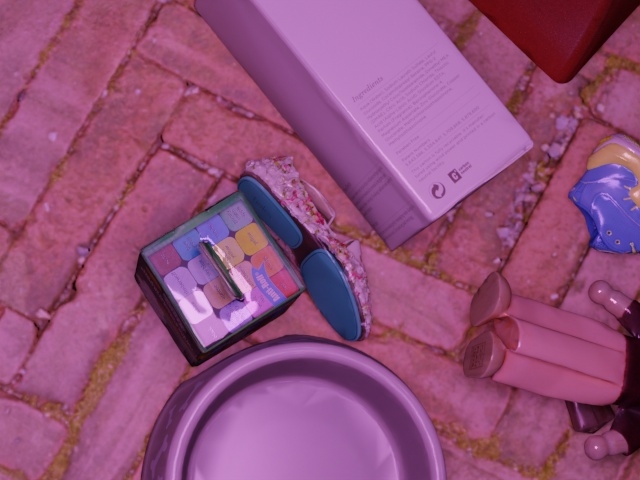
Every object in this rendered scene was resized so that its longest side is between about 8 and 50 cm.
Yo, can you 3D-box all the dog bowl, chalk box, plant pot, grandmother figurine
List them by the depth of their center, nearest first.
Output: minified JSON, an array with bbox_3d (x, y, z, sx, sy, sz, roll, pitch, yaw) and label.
[{"bbox_3d":[-0.109,0.040,1.636,0.132,0.213,0.132,-31,86,-14],"label":"chalk box"},{"bbox_3d":[-0.021,0.268,1.668,0.349,0.102,0.349,2,80,-10],"label":"dog bowl"},{"bbox_3d":[0.334,0.148,1.729,0.342,0.104,0.208,14,80,-17],"label":"grandmother figurine"},{"bbox_3d":[0.304,-0.390,1.778,0.267,0.236,0.267,43,76,1],"label":"plant pot"}]

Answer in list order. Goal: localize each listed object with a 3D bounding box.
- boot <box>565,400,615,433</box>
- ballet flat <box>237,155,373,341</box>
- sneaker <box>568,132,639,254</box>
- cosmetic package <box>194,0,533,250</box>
[{"bbox_3d":[0.280,0.179,1.772,0.106,0.037,0.114,-20,88,-13],"label":"boot"},{"bbox_3d":[0.000,0.000,1.735,0.077,0.091,0.241,-35,91,-36],"label":"ballet flat"},{"bbox_3d":[0.391,-0.009,1.811,0.240,0.091,0.126,45,94,0],"label":"sneaker"},{"bbox_3d":[0.036,-0.192,1.707,0.156,0.217,0.385,-37,90,-14],"label":"cosmetic package"}]
